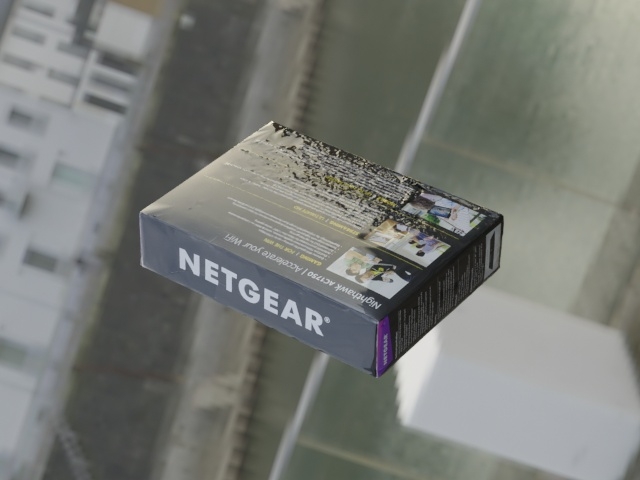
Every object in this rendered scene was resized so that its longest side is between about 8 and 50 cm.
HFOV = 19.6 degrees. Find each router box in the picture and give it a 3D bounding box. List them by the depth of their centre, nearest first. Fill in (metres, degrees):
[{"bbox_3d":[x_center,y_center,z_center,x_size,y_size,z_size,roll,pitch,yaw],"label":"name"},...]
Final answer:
[{"bbox_3d":[0.000,0.000,1.116,0.133,0.179,0.046,-37,-40,-41],"label":"router box"}]
